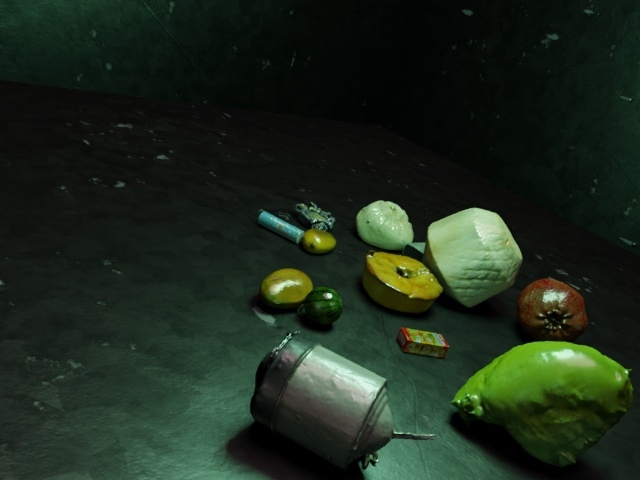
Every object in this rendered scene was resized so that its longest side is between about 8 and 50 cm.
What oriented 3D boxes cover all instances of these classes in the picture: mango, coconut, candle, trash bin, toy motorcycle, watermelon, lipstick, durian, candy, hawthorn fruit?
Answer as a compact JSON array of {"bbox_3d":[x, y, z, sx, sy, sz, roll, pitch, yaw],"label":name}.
[{"bbox_3d":[0.000,0.000,2.050,0.101,0.066,0.187,27,15,20],"label":"mango"},{"bbox_3d":[0.450,0.055,1.988,0.329,0.328,0.328,15,21,-6],"label":"coconut"},{"bbox_3d":[0.042,0.310,1.155,0.330,0.187,0.187,24,22,15],"label":"candle"},{"bbox_3d":[-0.093,0.126,1.636,0.165,0.089,0.115,-4,39,-37],"label":"mango"},{"bbox_3d":[0.372,0.052,2.214,0.130,0.059,0.116,-2,30,-43],"label":"trash bin"},{"bbox_3d":[-0.009,-0.077,2.224,0.124,0.061,0.193,-3,35,-30],"label":"toy motorcycle"},{"bbox_3d":[0.003,0.163,1.598,0.109,0.108,0.109,15,21,-6],"label":"watermelon"},{"bbox_3d":[-0.128,-0.043,2.066,0.158,0.048,0.048,27,23,22],"label":"lipstick"},{"bbox_3d":[0.487,0.337,1.363,0.255,0.340,0.204,51,11,16],"label":"durian"},{"bbox_3d":[0.264,0.264,1.637,0.122,0.038,0.062,11,22,-16],"label":"candy"},{"bbox_3d":[0.693,0.210,1.907,0.205,0.205,0.253,22,15,12],"label":"hawthorn fruit"}]

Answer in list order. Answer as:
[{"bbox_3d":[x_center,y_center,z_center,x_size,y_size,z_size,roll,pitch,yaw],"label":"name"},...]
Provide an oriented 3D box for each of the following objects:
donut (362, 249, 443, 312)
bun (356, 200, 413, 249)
[{"bbox_3d":[0.235,0.119,1.866,0.254,0.118,0.253,16,19,-5],"label":"donut"},{"bbox_3d":[0.238,-0.061,2.275,0.230,0.145,0.229,16,18,-5],"label":"bun"}]
